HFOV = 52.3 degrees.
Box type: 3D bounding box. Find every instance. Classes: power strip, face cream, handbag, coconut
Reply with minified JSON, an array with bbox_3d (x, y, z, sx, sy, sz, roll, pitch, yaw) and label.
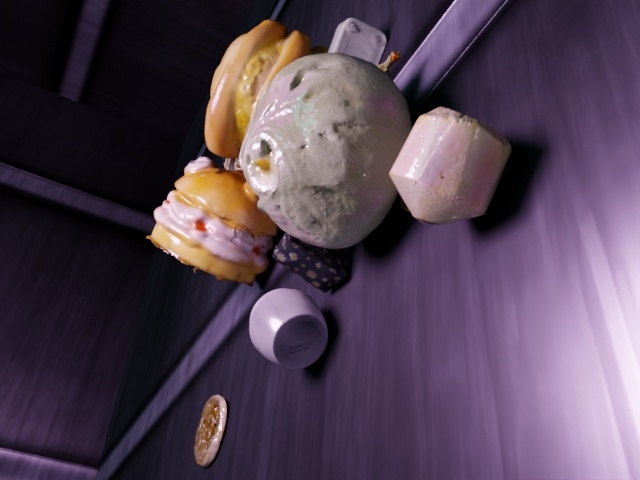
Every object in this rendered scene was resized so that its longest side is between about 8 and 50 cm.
[{"bbox_3d":[0.014,-0.220,1.227,0.386,0.091,0.062,-69,18,2],"label":"power strip"},{"bbox_3d":[-0.049,0.136,1.011,0.104,0.117,0.117,34,103,61],"label":"face cream"},{"bbox_3d":[0.000,0.000,1.057,0.072,0.115,0.139,-47,13,47],"label":"handbag"},{"bbox_3d":[0.141,-0.074,0.723,0.122,0.116,0.116,-63,20,5],"label":"coconut"}]

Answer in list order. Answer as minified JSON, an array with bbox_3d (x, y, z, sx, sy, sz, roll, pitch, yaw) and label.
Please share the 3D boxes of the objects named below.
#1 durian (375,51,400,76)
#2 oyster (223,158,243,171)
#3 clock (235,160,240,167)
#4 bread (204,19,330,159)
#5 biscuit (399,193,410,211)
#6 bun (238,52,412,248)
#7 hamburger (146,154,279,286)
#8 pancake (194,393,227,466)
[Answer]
[{"bbox_3d":[0.071,-0.206,1.038,0.146,0.102,0.208,36,103,41],"label":"durian"},{"bbox_3d":[-0.217,-0.124,1.738,0.201,0.107,0.355,17,-92,-75],"label":"oyster"},{"bbox_3d":[-0.121,-0.313,1.592,0.308,0.096,0.235,-60,21,-5],"label":"clock"},{"bbox_3d":[-0.093,-0.293,1.348,0.211,0.270,0.316,23,87,56],"label":"bread"},{"bbox_3d":[0.148,-0.098,0.860,0.140,0.023,0.118,-63,20,16],"label":"biscuit"},{"bbox_3d":[-0.014,-0.135,0.914,0.283,0.179,0.284,-5,83,39],"label":"bun"},{"bbox_3d":[-0.209,-0.051,1.404,0.237,0.276,0.276,-62,20,4],"label":"hamburger"},{"bbox_3d":[-0.230,0.395,1.363,0.152,0.025,0.152,-52,27,42],"label":"pancake"}]
